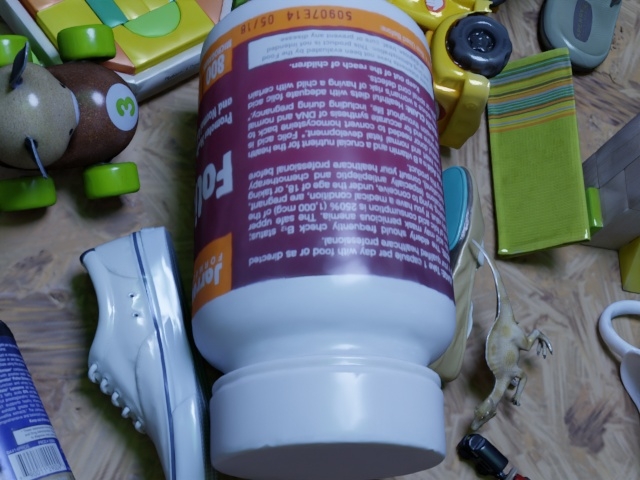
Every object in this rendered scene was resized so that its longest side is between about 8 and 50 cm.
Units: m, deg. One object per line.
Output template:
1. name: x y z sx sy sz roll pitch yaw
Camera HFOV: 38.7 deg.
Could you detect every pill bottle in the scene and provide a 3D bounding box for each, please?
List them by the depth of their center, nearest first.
1. pill bottle: -0.281 0.134 0.708 0.122 0.123 0.219 -21 74 -25
2. pill bottle: 0.000 0.000 0.802 0.224 0.224 0.392 5 65 -16

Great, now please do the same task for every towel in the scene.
1. towel: 0.233 -0.099 0.997 0.021 0.102 0.237 32 51 -49

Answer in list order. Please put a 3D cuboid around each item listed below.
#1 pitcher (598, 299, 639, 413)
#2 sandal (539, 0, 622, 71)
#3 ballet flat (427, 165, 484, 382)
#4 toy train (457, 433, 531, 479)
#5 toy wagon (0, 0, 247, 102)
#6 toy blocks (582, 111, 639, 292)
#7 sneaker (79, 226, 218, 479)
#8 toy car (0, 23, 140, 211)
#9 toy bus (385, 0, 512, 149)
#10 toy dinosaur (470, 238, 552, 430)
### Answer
1. pitcher: 0.410 0.120 0.948 0.207 0.125 0.178 -13 55 -11
2. sandal: 0.346 -0.349 1.146 0.120 0.086 0.303 15 63 -11
3. ballet flat: 0.128 0.035 0.925 0.073 0.080 0.232 35 60 -33
4. toy train: 0.196 0.240 0.863 0.158 0.036 0.027 42 61 4
5. toy wagon: -0.249 -0.299 0.944 0.267 0.068 0.344 -33 80 -27
6. toy blocks: 0.465 -0.068 0.960 0.381 0.261 0.191 9 64 -14
7. sneaker: -0.150 0.116 0.790 0.091 0.094 0.258 -15 68 -1
8. toy car: -0.227 -0.106 0.765 0.148 0.188 0.155 -10 95 -11
9. toy bus: 0.091 -0.230 0.983 0.211 0.149 0.220 10 66 -6
10. toy dinosaur: 0.182 0.094 0.887 0.092 0.053 0.183 16 75 -50
